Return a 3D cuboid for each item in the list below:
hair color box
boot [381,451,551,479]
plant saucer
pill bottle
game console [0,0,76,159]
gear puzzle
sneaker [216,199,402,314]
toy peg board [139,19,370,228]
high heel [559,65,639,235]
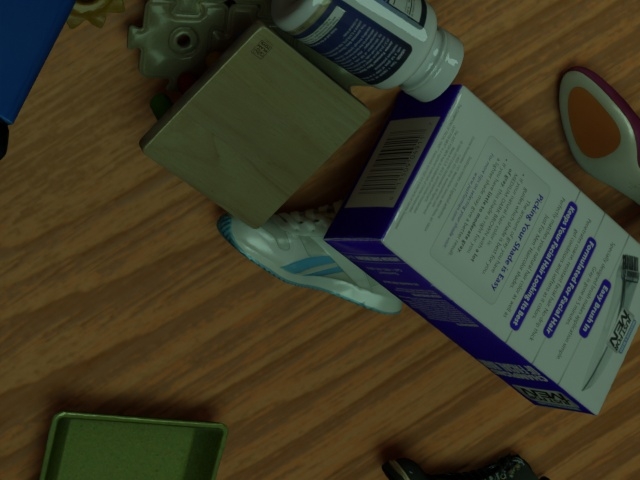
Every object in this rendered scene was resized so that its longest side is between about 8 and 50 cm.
[{"bbox_3d":[0.182,0.013,1.709,0.339,0.110,0.185,38,70,-28],"label":"hair color box"},{"bbox_3d":[0.166,0.268,1.904,0.137,0.077,0.198,-41,134,1],"label":"boot"},{"bbox_3d":[-0.210,0.256,1.790,0.188,0.045,0.188,7,114,-21],"label":"plant saucer"},{"bbox_3d":[0.046,-0.196,1.549,0.169,0.094,0.094,30,105,-26],"label":"pill bottle"},{"bbox_3d":[-0.394,-0.186,1.430,0.250,0.173,0.293,-23,139,31],"label":"game console"},{"bbox_3d":[-0.096,-0.225,1.581,0.339,0.044,0.175,1,118,-14],"label":"gear puzzle"},{"bbox_3d":[0.000,0.000,1.705,0.229,0.087,0.092,17,104,-32],"label":"sneaker"},{"bbox_3d":[-0.070,-0.121,1.587,0.160,0.079,0.161,-45,131,11],"label":"toy peg board"},{"bbox_3d":[0.338,-0.099,1.777,0.082,0.117,0.244,-26,107,44],"label":"high heel"}]
